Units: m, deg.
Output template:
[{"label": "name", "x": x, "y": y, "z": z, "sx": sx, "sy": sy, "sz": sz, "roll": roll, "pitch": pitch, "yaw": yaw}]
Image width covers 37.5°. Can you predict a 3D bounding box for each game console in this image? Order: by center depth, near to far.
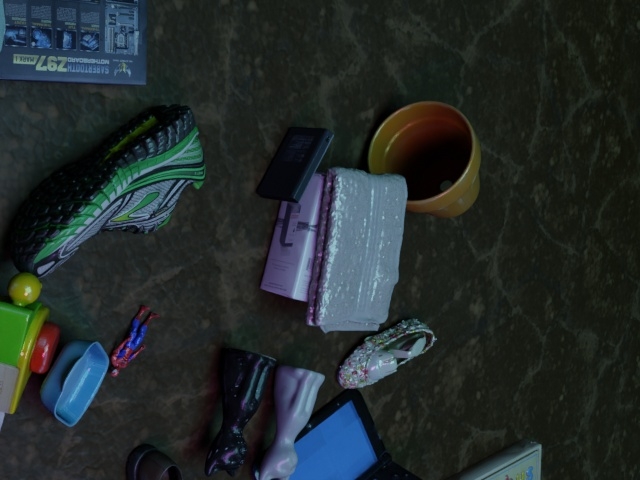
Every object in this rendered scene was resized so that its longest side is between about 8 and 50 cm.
[{"label": "game console", "x": 0.063, "y": 0.450, "z": 1.715, "sx": 0.293, "sy": 0.250, "sz": 0.173, "roll": -32, "pitch": 133, "yaw": -38}]

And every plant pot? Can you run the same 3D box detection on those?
[{"label": "plant pot", "x": 0.216, "y": -0.132, "z": 1.785, "sx": 0.188, "sy": 0.205, "sz": 0.205, "roll": 39, "pitch": 69, "yaw": -59}]

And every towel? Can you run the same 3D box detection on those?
[{"label": "towel", "x": 0.065, "y": 0.018, "z": 1.617, "sx": 0.187, "sy": 0.049, "sz": 0.282, "roll": 3, "pitch": 95, "yaw": -47}]

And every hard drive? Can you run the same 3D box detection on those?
[{"label": "hard drive", "x": -0.044, "y": -0.128, "z": 1.576, "sx": 0.022, "sy": 0.094, "sz": 0.135, "roll": 42, "pitch": 68, "yaw": -41}]

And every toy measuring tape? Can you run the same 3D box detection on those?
[{"label": "toy measuring tape", "x": -0.423, "y": 0.186, "z": 1.261, "sx": 0.121, "sy": 0.121, "sz": 0.330, "roll": 0, "pitch": 116, "yaw": -45}]

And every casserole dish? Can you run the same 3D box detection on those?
[{"label": "casserole dish", "x": -0.344, "y": 0.196, "z": 1.314, "sx": 0.188, "sy": 0.037, "sz": 0.114, "roll": 103, "pitch": 13, "yaw": -71}]

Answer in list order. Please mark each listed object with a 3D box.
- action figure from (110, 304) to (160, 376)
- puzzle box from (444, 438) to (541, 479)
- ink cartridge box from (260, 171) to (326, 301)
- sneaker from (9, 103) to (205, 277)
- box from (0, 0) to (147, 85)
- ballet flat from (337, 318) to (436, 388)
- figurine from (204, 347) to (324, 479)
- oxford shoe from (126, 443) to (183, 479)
[{"label": "action figure", "x": -0.287, "y": 0.156, "z": 1.433, "sx": 0.038, "sy": 0.030, "sz": 0.115, "roll": 47, "pitch": 67, "yaw": -45}, {"label": "puzzle box", "x": 0.380, "y": 0.647, "z": 2.186, "sx": 0.409, "sy": 0.052, "sz": 0.272, "roll": -13, "pitch": 106, "yaw": -43}, {"label": "ink cartridge box", "x": 0.000, "y": 0.000, "z": 1.648, "sx": 0.158, "sy": 0.092, "sz": 0.218, "roll": 18, "pitch": 87, "yaw": -46}, {"label": "sneaker", "x": -0.280, "y": -0.051, "z": 1.323, "sx": 0.343, "sy": 0.134, "sz": 0.146, "roll": -42, "pitch": 126, "yaw": -33}, {"label": "box", "x": -0.341, "y": -0.304, "z": 1.266, "sx": 0.232, "sy": 0.059, "sz": 0.183, "roll": -8, "pitch": 103, "yaw": -45}, {"label": "ballet flat", "x": 0.136, "y": 0.219, "z": 1.838, "sx": 0.241, "sy": 0.077, "sz": 0.091, "roll": -30, "pitch": 119, "yaw": -38}, {"label": "figurine", "x": -0.097, "y": 0.307, "z": 1.596, "sx": 0.215, "sy": 0.092, "sz": 0.209, "roll": 25, "pitch": 75, "yaw": -46}, {"label": "oxford shoe", "x": -0.243, "y": 0.439, "z": 1.483, "sx": 0.083, "sy": 0.096, "sz": 0.227, "roll": -29, "pitch": 119, "yaw": -41}]
